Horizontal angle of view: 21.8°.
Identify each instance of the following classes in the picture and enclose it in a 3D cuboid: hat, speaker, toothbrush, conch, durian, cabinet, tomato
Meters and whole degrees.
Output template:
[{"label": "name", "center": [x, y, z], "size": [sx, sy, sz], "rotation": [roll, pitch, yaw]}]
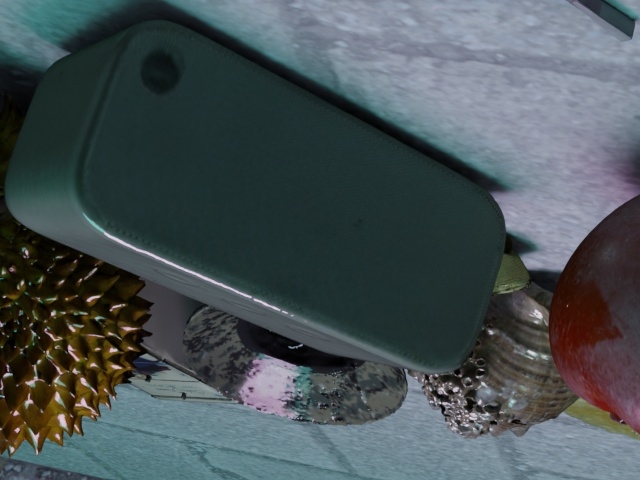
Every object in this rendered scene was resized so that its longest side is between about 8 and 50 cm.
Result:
[{"label": "hat", "center": [-0.014, 0.084, 1.772], "size": [0.265, 0.128, 0.265], "rotation": [13, 151, 7]}, {"label": "speaker", "center": [-0.056, -0.026, 1.407], "size": [0.406, 0.183, 0.184], "rotation": [25, 165, -30]}, {"label": "toothbrush", "center": [0.133, -0.176, 1.062], "size": [0.194, 0.014, 0.017], "rotation": [26, 159, -30]}, {"label": "conch", "center": [0.183, 0.118, 1.696], "size": [0.178, 0.163, 0.245], "rotation": [33, 139, -27]}, {"label": "durian", "center": [-0.317, 0.038, 1.579], "size": [0.347, 0.348, 0.384], "rotation": [15, 172, -1]}, {"label": "hat", "center": [0.155, 0.026, 1.578], "size": [0.076, 0.059, 0.077], "rotation": [-14, -174, -25]}, {"label": "cabinet", "center": [-0.189, 0.082, 1.872], "size": [0.145, 0.150, 0.206], "rotation": [-2, 155, 43]}, {"label": "tomato", "center": [0.322, 0.067, 1.296], "size": [0.270, 0.227, 0.270], "rotation": [26, -177, -2]}]

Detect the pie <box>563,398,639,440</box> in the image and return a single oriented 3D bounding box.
[{"label": "pie", "center": [0.354, 0.154, 1.777], "size": [0.306, 0.071, 0.306], "rotation": [13, 158, 5]}]
